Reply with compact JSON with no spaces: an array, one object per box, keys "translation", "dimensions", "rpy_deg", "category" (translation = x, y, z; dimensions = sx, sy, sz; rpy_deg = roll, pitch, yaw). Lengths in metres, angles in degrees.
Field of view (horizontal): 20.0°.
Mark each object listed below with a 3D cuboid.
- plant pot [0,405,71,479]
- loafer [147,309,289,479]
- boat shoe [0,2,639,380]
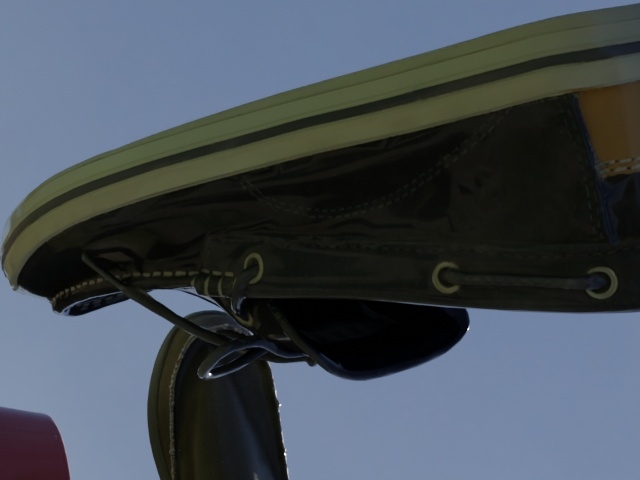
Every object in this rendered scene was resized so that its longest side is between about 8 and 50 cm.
[{"translation":[-0.279,0.191,1.286],"dimensions":[0.201,0.180,0.201],"rpy_deg":[178,-90,-68],"category":"plant pot"},{"translation":[-0.054,0.168,1.192],"dimensions":[0.087,0.094,0.251],"rpy_deg":[-21,-107,62],"category":"loafer"},{"translation":[0.000,0.000,0.970],"dimensions":[0.500,0.187,0.156],"rpy_deg":[-12,-87,43],"category":"boat shoe"}]
